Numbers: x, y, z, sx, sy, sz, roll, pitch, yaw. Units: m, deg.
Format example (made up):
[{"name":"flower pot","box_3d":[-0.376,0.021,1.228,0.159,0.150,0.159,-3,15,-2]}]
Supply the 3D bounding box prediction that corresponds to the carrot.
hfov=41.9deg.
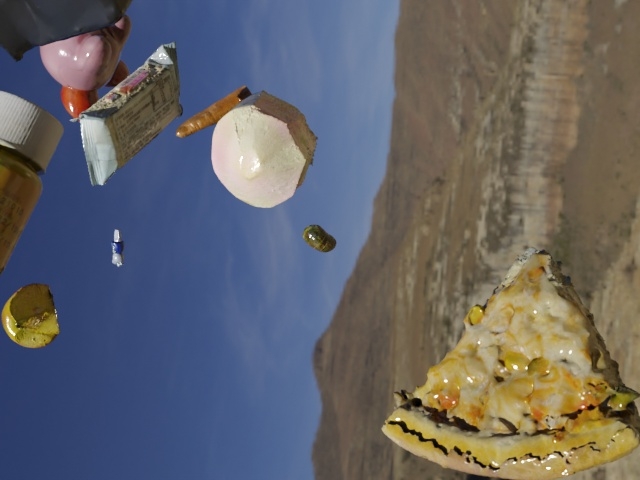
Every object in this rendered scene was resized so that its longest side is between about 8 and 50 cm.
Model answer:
[{"name":"carrot","box_3d":[-0.259,-0.304,2.030,0.061,0.210,0.061,57,169,17]}]

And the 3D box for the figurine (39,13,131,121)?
[{"name":"figurine","box_3d":[-0.644,-0.501,2.248,0.261,0.211,0.269,115,178,-48]}]

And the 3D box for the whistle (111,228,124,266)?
[{"name":"whistle","box_3d":[-0.445,0.016,1.830,0.029,0.033,0.083,-20,-63,-58]}]

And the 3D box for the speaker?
[{"name":"speaker","box_3d":[-0.363,-0.467,1.273,0.180,0.184,0.388,55,-140,-40]}]

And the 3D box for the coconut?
[{"name":"coconut","box_3d":[-0.122,-0.201,1.850,0.245,0.233,0.233,-75,-13,-63]}]

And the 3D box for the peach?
[{"name":"peach","box_3d":[-0.692,0.175,1.992,0.151,0.118,0.151,-9,-75,-38]}]

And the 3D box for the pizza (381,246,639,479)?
[{"name":"pizza","box_3d":[0.341,0.250,1.380,0.080,0.392,0.435,33,-86,-45]}]

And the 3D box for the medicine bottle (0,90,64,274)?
[{"name":"medicine bottle","box_3d":[-0.735,-0.122,1.850,0.224,0.224,0.384,72,-142,-70]}]

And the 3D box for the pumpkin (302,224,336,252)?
[{"name":"pumpkin","box_3d":[0.000,0.001,1.831,0.050,0.083,0.028,-49,25,25]}]

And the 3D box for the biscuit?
[{"name":"biscuit","box_3d":[-0.386,-0.263,1.748,0.309,0.079,0.186,-55,-26,-39]}]
